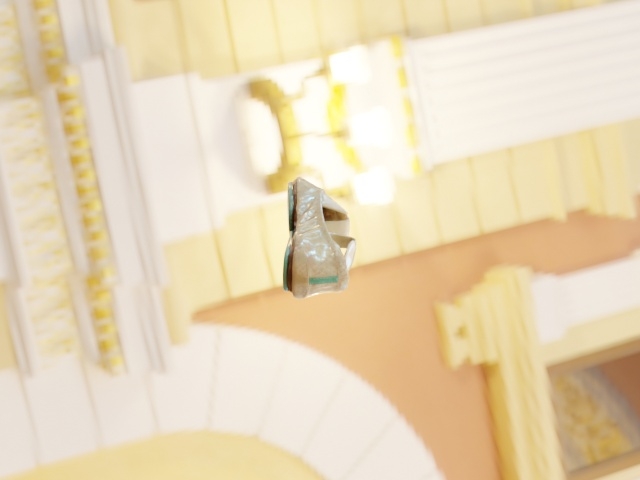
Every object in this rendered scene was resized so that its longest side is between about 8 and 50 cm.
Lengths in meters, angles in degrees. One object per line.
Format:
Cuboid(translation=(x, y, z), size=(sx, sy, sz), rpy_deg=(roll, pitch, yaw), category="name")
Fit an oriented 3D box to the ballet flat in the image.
Cuboid(translation=(0.000, 0.000, 1.218), size=(0.168, 0.052, 0.057), rpy_deg=(-90, 179, -65), category="ballet flat")
